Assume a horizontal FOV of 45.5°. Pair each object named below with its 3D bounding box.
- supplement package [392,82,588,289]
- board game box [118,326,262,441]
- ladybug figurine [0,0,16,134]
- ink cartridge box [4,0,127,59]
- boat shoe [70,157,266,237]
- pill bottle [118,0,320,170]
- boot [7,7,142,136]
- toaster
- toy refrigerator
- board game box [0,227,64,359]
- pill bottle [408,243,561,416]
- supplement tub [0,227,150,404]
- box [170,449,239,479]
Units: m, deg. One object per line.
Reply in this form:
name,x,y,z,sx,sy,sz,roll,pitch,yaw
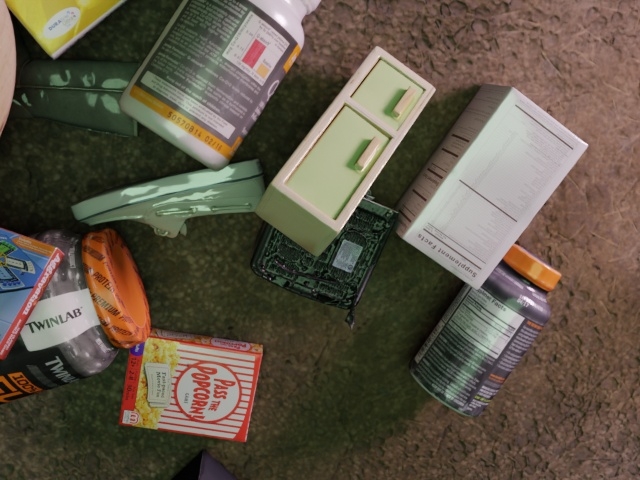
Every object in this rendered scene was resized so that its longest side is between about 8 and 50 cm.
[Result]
supplement package,0.222,-0.079,1.065,0.139,0.134,0.244,35,98,-12
board game box,-0.194,0.216,1.150,0.193,0.045,0.147,9,103,-7
ladybug figurine,-0.541,-0.152,0.871,0.305,0.162,0.449,37,86,-30
ink cartridge box,-0.312,-0.436,0.922,0.303,0.072,0.307,-41,114,-7
boat shoe,-0.206,-0.048,1.066,0.267,0.096,0.088,-14,100,-10
pill bottle,-0.120,-0.243,0.978,0.162,0.162,0.278,33,90,-11
boot,-0.343,-0.234,1.016,0.208,0.076,0.190,4,116,1
toaster,0.000,0.000,1.080,0.168,0.110,0.186,22,101,-8
toy refrigerator,0.036,-0.120,0.984,0.102,0.094,0.269,36,61,-2
board game box,-0.469,0.035,0.939,0.281,0.027,0.145,17,68,17
pill bottle,0.247,0.125,1.119,0.130,0.130,0.246,32,99,-11
supplement tub,-0.417,0.110,1.025,0.338,0.207,0.207,-18,104,1
box,-0.155,0.488,1.193,0.184,0.103,0.261,-45,103,4
